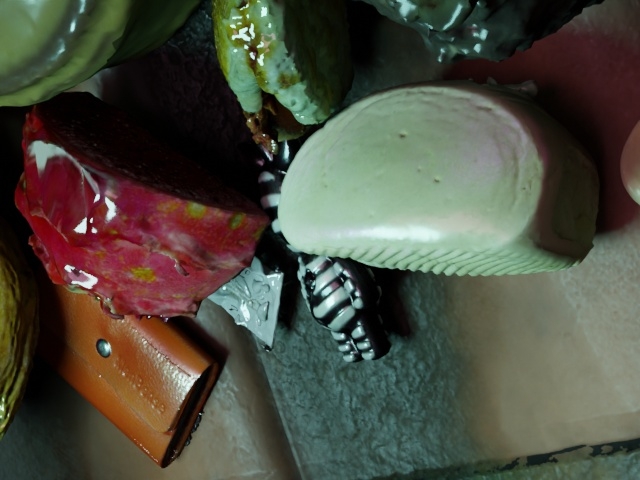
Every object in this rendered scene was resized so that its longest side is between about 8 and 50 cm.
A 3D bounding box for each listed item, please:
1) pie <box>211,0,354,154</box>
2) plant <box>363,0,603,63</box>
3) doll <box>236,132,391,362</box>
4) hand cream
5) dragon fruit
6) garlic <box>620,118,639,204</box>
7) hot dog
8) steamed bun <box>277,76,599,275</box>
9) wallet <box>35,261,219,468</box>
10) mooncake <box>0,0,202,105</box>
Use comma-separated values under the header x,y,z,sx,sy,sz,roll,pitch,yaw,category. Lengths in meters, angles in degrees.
x,y,z,sx,sy,sz,roll,pitch,yaw,category
-0.037,-0.221,1.459,0.105,0.257,0.274,-6,77,2,pie
0.088,-0.236,1.318,0.215,0.312,0.213,36,126,19,plant
0.000,0.000,1.609,0.091,0.067,0.219,-13,105,60,doll
-0.132,0.004,1.722,0.257,0.050,0.084,29,122,25,hand cream
-0.185,-0.033,1.636,0.261,0.189,0.163,37,86,35,dragon fruit
0.251,-0.053,1.427,0.053,0.041,0.083,-19,85,34,garlic
-0.337,0.098,1.809,0.196,0.122,0.272,134,130,-60,hot dog
0.094,-0.053,1.471,0.238,0.170,0.153,3,82,33,steamed bun
-0.194,0.104,1.798,0.204,0.045,0.142,40,126,20,wallet
-0.273,-0.314,1.610,0.393,0.246,0.394,47,129,8,mooncake
